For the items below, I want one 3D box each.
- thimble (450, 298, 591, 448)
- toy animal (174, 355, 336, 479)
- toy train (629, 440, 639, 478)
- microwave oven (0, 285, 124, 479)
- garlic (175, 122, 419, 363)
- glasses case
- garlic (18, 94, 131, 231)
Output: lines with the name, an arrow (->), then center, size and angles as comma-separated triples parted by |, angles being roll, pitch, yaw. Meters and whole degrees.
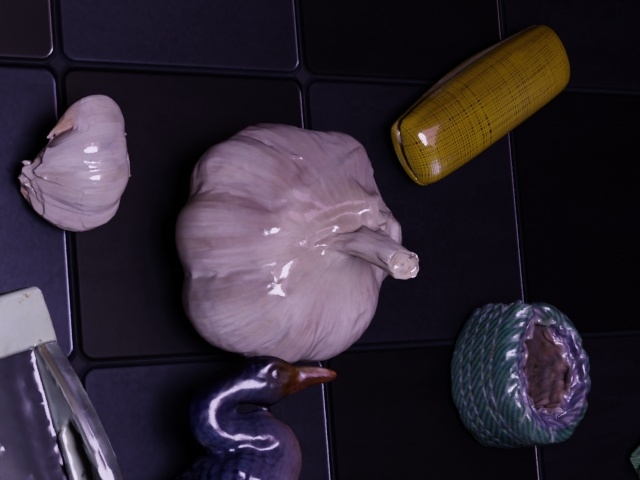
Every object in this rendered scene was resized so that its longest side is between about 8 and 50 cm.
thimble -> 0.190, 0.127, 1.728 | 0.118, 0.090, 0.135 | 13, 74, -37
toy animal -> -0.045, 0.247, 1.514 | 0.185, 0.122, 0.298 | 16, 91, -26
toy train -> 0.358, 0.208, 1.859 | 0.093, 0.056, 0.038 | -40, 111, -30
microwave oven -> -0.295, 0.259, 1.206 | 0.247, 0.333, 0.394 | -17, 92, -40
garlic -> 0.000, 0.000, 1.534 | 0.218, 0.212, 0.218 | 1, 88, -40
glasses case -> 0.157, -0.135, 1.757 | 0.234, 0.064, 0.079 | -36, 112, -35
garlic -> -0.191, -0.062, 1.488 | 0.094, 0.074, 0.113 | -10, 105, -46
